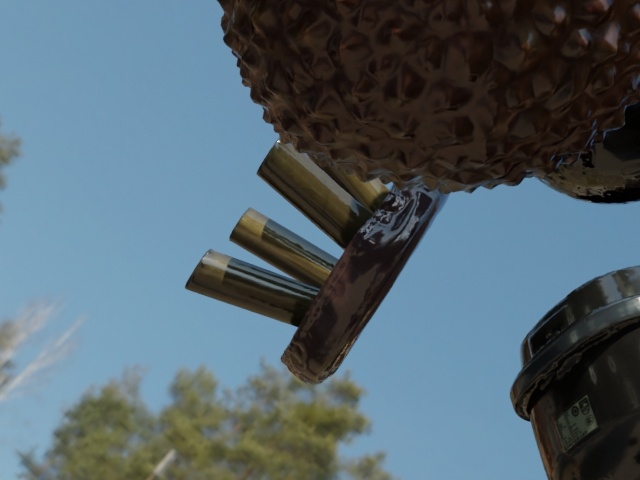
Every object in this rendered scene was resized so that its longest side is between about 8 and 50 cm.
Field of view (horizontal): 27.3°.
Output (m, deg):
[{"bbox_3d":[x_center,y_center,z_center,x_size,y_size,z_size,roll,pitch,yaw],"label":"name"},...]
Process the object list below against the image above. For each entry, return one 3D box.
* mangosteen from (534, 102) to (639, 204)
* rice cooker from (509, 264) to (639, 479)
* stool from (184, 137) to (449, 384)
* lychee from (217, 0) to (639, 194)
[{"bbox_3d":[0.245,-0.142,1.078,0.243,0.243,0.243,27,-35,21],"label":"mangosteen"},{"bbox_3d":[0.334,0.166,1.324,0.267,0.267,0.224,106,-25,-55],"label":"rice cooker"},{"bbox_3d":[0.000,0.000,1.393,0.178,0.272,0.272,34,-33,1],"label":"stool"},{"bbox_3d":[0.076,-0.162,0.775,0.276,0.276,0.304,41,-37,0],"label":"lychee"}]
